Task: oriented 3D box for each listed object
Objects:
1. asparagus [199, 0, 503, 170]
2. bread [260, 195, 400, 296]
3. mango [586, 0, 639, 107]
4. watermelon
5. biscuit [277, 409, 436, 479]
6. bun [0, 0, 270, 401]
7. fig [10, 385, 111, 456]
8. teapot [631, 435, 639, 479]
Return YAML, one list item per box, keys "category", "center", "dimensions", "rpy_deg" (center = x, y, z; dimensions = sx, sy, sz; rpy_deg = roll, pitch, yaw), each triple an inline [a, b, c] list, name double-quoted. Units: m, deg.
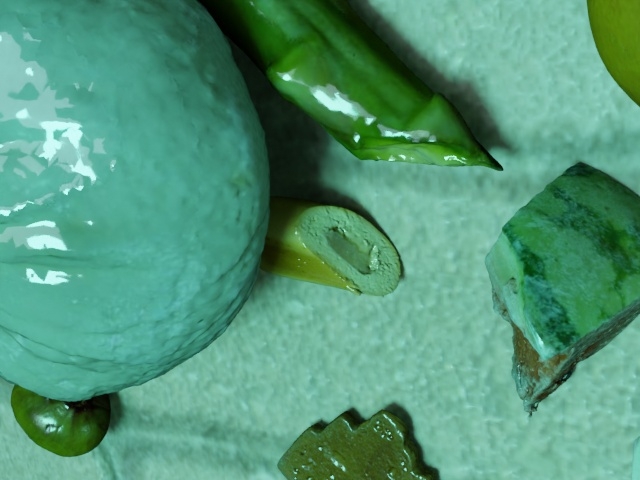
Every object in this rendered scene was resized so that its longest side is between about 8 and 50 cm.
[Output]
- category: "asparagus"
  center: [-0.026, -0.145, 0.723]
  dimensions: [0.085, 0.082, 0.343]
  rpy_deg: [-43, 81, -1]
- category: "bread"
  center: [0.001, 0.000, 0.769]
  dimensions: [0.103, 0.049, 0.062]
  rpy_deg: [11, 140, 29]
- category: "mango"
  center: [0.233, -0.101, 0.544]
  dimensions: [0.221, 0.120, 0.151]
  rpy_deg: [34, 126, 11]
- category: "watermelon"
  center: [0.152, 0.024, 0.689]
  dimensions: [0.098, 0.121, 0.158]
  rpy_deg: [53, 172, 24]
- category: "biscuit"
  center: [0.026, 0.170, 0.834]
  dimensions: [0.130, 0.019, 0.119]
  rpy_deg: [6, 110, 31]
- category: "bun"
  center: [-0.197, -0.049, 0.755]
  dimensions: [0.362, 0.211, 0.362]
  rpy_deg: [23, 126, 36]
- category: "fig"
  center: [-0.222, 0.141, 0.955]
  dimensions: [0.084, 0.082, 0.098]
  rpy_deg: [28, 146, -19]
- category: "teapot"
  center: [0.274, 0.171, 0.618]
  dimensions: [0.163, 0.221, 0.178]
  rpy_deg: [-10, 93, -5]
